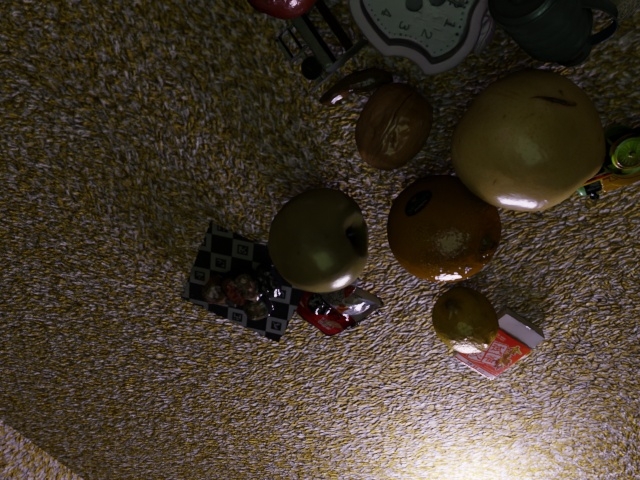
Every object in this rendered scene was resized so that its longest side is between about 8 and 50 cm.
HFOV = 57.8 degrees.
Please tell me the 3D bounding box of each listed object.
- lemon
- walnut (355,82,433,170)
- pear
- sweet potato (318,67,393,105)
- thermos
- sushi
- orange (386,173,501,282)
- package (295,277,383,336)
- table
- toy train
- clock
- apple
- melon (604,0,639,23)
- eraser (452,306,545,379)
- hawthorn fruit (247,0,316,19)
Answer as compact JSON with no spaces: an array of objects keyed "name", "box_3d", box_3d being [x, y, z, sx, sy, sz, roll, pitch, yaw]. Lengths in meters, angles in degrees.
[{"name":"lemon","box_3d":[0.403,0.221,1.610,0.193,0.181,0.181,27,122,-10]},{"name":"walnut","box_3d":[0.166,-0.258,1.331,0.165,0.165,0.197,18,124,-5]},{"name":"pear","box_3d":[0.440,-0.206,1.242,0.308,0.309,0.310,3,124,5]},{"name":"sweet potato","box_3d":[0.075,-0.358,1.338,0.182,0.054,0.053,-16,111,19]},{"name":"thermos","box_3d":[0.465,-0.433,1.129,0.182,0.145,0.286,-7,167,42]},{"name":"sushi","box_3d":[-0.223,0.148,1.686,0.339,0.069,0.320,26,123,-5]},{"name":"orange","box_3d":[0.296,-0.026,1.402,0.274,0.274,0.275,3,124,5]},{"name":"package","box_3d":[0.049,0.187,1.698,0.194,0.071,0.269,49,135,-11]},{"name":"table","box_3d":[-0.008,-0.434,1.258,0.175,0.062,0.146,-36,86,25]},{"name":"toy train","box_3d":[0.713,-0.193,1.338,0.296,0.101,0.161,-20,120,19]},{"name":"clock","box_3d":[0.227,-0.522,1.182,0.338,0.102,0.339,3,124,4]},{"name":"apple","box_3d":[0.000,0.000,1.477,0.262,0.262,0.263,3,124,5]},{"name":"melon","box_3d":[0.603,-0.503,1.158,0.202,0.093,0.140,-15,127,0]},{"name":"eraser","box_3d":[0.530,0.311,1.732,0.157,0.038,0.230,32,122,-13]},{"name":"hawthorn fruit","box_3d":[-0.062,-0.563,1.133,0.249,0.215,0.215,-37,112,22]}]
